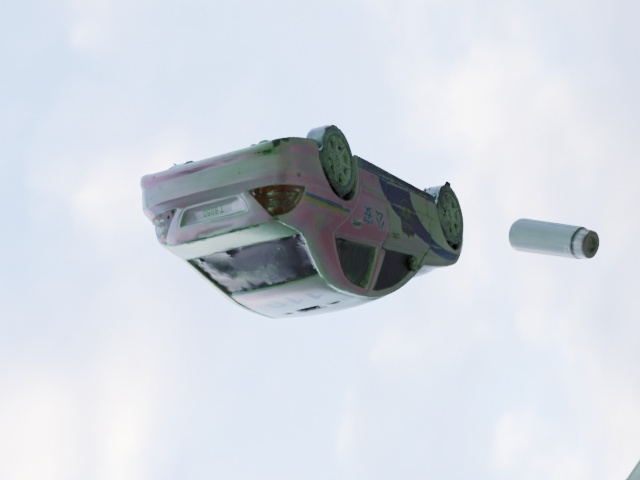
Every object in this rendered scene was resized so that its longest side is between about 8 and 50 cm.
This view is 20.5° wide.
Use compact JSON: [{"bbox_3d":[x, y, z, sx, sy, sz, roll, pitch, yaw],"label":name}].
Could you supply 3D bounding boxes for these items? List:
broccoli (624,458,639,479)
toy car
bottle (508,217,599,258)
[{"bbox_3d":[0.121,0.161,0.499,0.260,0.288,0.235,-42,-72,-14],"label":"broccoli"},{"bbox_3d":[0.000,0.000,0.889,0.224,0.090,0.076,21,-122,-61],"label":"toy car"},{"bbox_3d":[0.207,-0.001,1.563,0.030,0.083,0.030,-9,-77,-44],"label":"bottle"}]
